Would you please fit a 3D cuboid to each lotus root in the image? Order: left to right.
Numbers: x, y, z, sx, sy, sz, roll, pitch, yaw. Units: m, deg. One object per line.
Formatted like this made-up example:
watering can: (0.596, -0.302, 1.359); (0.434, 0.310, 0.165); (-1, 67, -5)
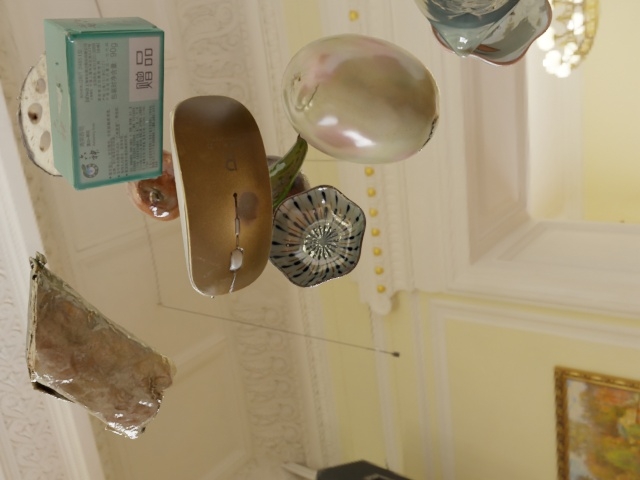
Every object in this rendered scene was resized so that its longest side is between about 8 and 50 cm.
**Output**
lotus root: (-0.498, -0.264, 1.388); (0.192, 0.272, 0.272); (-2, -84, -53)

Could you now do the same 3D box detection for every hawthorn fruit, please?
hawthorn fruit: (-0.329, -0.101, 1.284); (0.189, 0.149, 0.149); (-51, -46, -57)

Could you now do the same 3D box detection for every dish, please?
dish: (0.000, 0.000, 1.148); (0.066, 0.191, 0.190); (42, -120, -65)
dish: (0.262, -0.379, 1.074); (0.081, 0.229, 0.229); (120, 167, -75)

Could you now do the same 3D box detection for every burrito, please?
burrito: (-0.392, 0.195, 1.081); (0.347, 0.107, 0.175); (48, -126, -28)

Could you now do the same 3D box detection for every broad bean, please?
broad bean: (-0.108, -0.037, 1.004); (0.060, 0.043, 0.297); (28, -82, -48)

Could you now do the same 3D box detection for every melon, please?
melon: (0.079, -0.249, 1.158); (0.317, 0.223, 0.223); (9, -93, -40)

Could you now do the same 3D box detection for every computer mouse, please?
computer mouse: (-0.097, -0.043, 0.638); (0.102, 0.045, 0.199); (-11, -80, -41)

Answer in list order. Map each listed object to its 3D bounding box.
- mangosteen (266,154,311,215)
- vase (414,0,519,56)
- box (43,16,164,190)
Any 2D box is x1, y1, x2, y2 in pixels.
mangosteen: (-0.113, -0.087, 1.381); (0.210, 0.210, 0.209); (-10, -78, -53)
vase: (0.162, -0.321, 0.692); (0.301, 0.156, 0.251); (-57, -32, -69)
box: (-0.331, -0.214, 1.001); (0.153, 0.092, 0.244); (-16, -52, -38)
